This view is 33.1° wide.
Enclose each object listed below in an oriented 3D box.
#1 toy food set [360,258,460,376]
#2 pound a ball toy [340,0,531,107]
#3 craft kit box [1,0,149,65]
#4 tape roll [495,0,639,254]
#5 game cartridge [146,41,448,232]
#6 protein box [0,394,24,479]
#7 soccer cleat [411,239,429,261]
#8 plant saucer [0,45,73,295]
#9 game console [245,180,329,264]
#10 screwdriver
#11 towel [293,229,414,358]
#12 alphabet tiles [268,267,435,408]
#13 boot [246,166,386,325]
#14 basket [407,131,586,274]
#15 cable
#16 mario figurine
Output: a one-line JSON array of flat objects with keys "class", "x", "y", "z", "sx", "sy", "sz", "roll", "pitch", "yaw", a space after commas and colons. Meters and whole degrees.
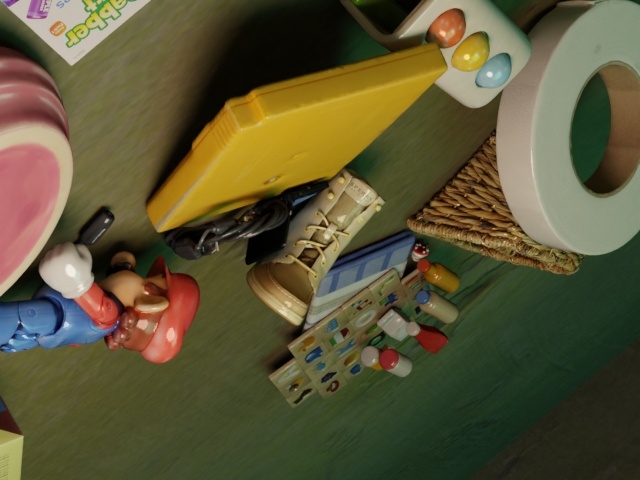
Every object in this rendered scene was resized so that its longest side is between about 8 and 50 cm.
[{"class": "toy food set", "x": 0.152, "y": 0.146, "z": 1.892, "sx": 0.232, "sy": 0.111, "sz": 0.104, "roll": -44, "pitch": 139, "yaw": 13}, {"class": "pound a ball toy", "x": 0.176, "y": -0.297, "z": 1.325, "sx": 0.208, "sy": 0.136, "sz": 0.319, "roll": -46, "pitch": 152, "yaw": 14}, {"class": "craft kit box", "x": -0.169, "y": -0.281, "z": 0.809, "sx": 0.250, "sy": 0.061, "sz": 0.246, "roll": -40, "pitch": 155, "yaw": 3}, {"class": "tape roll", "x": 0.415, "y": -0.173, "z": 1.641, "sx": 0.392, "sy": 0.072, "sz": 0.392, "roll": -10, "pitch": 105, "yaw": -40}, {"class": "game cartridge", "x": -0.038, "y": -0.123, "z": 1.302, "sx": 0.285, "sy": 0.052, "sz": 0.324, "roll": -19, "pitch": 168, "yaw": -32}, {"class": "protein box", "x": -0.509, "y": 0.294, "z": 1.398, "sx": 0.200, "sy": 0.136, "sz": 0.201, "roll": -20, "pitch": 147, "yaw": -32}, {"class": "soccer cleat", "x": 0.172, "y": 0.023, "z": 1.880, "sx": 0.035, "sy": 0.029, "sz": 0.083, "roll": -63, "pitch": 176, "yaw": 15}, {"class": "plant saucer", "x": -0.357, "y": -0.027, "z": 1.045, "sx": 0.332, "sy": 0.084, "sz": 0.332, "roll": -50, "pitch": 164, "yaw": -20}, {"class": "game console", "x": -0.047, "y": -0.024, "z": 1.486, "sx": 0.107, "sy": 0.071, "sz": 0.122, "roll": -19, "pitch": 178, "yaw": -33}, {"class": "screwdriver", "x": -0.315, "y": 0.023, "z": 1.347, "sx": 0.170, "sy": 0.024, "sz": 0.025, "roll": -45, "pitch": -179, "yaw": 16}, {"class": "towel", "x": 0.055, "y": 0.106, "z": 1.890, "sx": 0.209, "sy": 0.034, "sz": 0.285, "roll": -23, "pitch": 148, "yaw": -28}, {"class": "alphabet tiles", "x": 0.066, "y": 0.177, "z": 1.959, "sx": 0.342, "sy": 0.011, "sz": 0.285, "roll": -36, "pitch": 152, "yaw": -5}, {"class": "boot", "x": 0.000, "y": 0.000, "z": 1.502, "sx": 0.203, "sy": 0.095, "sz": 0.262, "roll": -47, "pitch": -172, "yaw": 12}, {"class": "basket", "x": 0.339, "y": -0.013, "z": 1.853, "sx": 0.223, "sy": 0.213, "sz": 0.299, "roll": -47, "pitch": 151, "yaw": 15}, {"class": "cable", "x": -0.125, "y": -0.017, "z": 1.408, "sx": 0.150, "sy": 0.047, "sz": 0.184, "roll": -24, "pitch": -176, "yaw": -22}, {"class": "mario figurine", "x": -0.300, "y": 0.066, "z": 1.329, "sx": 0.320, "sy": 0.198, "sz": 0.170, "roll": -3, "pitch": 104, "yaw": -35}]
